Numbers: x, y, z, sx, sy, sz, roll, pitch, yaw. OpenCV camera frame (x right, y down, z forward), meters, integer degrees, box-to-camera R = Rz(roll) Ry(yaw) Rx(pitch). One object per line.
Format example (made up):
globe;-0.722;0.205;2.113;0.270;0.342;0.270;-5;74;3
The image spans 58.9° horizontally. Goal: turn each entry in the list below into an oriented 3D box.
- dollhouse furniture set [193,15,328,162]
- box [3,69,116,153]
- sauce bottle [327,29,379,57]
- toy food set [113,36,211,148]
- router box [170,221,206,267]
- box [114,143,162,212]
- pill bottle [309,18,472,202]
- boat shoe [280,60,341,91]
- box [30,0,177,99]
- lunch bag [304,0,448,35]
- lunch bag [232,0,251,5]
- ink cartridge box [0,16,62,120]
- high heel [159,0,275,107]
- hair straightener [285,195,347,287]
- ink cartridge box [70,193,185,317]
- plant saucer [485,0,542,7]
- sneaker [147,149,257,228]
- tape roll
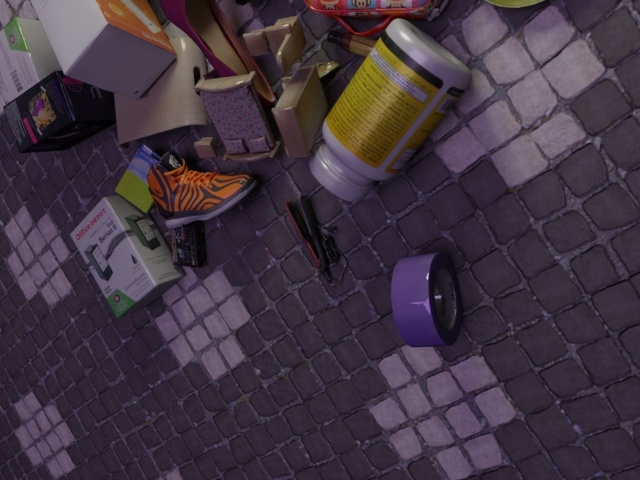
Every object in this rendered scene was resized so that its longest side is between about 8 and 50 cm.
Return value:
dollhouse furniture set;-0.184;-0.274;1.205;0.355;0.174;0.303;-2;134;21
box;-0.722;-0.356;1.584;0.270;0.165;0.144;-16;94;31
sauce bottle;0.074;-0.415;1.194;0.128;0.042;0.042;28;114;22
toy food set;-0.415;-0.373;1.465;0.306;0.092;0.220;-8;87;29
router box;-0.360;0.010;1.544;0.092;0.038;0.123;5;104;28
box;-0.471;-0.172;1.540;0.109;0.042;0.178;37;119;-8
pill bottle;0.123;-0.243;1.122;0.188;0.188;0.334;45;119;13
boat shoe;-0.025;-0.366;1.255;0.153;0.056;0.048;-17;98;39
box;-0.534;-0.542;1.358;0.168;0.215;0.345;-38;71;23
lunch bag;0.106;-0.532;1.102;0.293;0.120;0.258;13;109;26
lunch bag;-0.167;-0.676;1.194;0.235;0.169;0.287;47;115;11
ink cartridge box;-0.889;-0.496;1.674;0.272;0.114;0.199;-19;92;31
high heel;-0.215;-0.461;1.233;0.181;0.127;0.377;15;147;33
hair straightener;0.000;0.000;1.332;0.089;0.047;0.231;-23;91;32
ink cartridge box;-0.552;0.040;1.610;0.211;0.121;0.289;-36;83;30
plant saucer;0.363;-0.539;1.004;0.240;0.037;0.241;8;106;29
sneaker;-0.317;-0.145;1.407;0.321;0.125;0.180;-16;113;31
tape roll;0.219;0.121;1.156;0.080;0.189;0.189;-8;98;32
